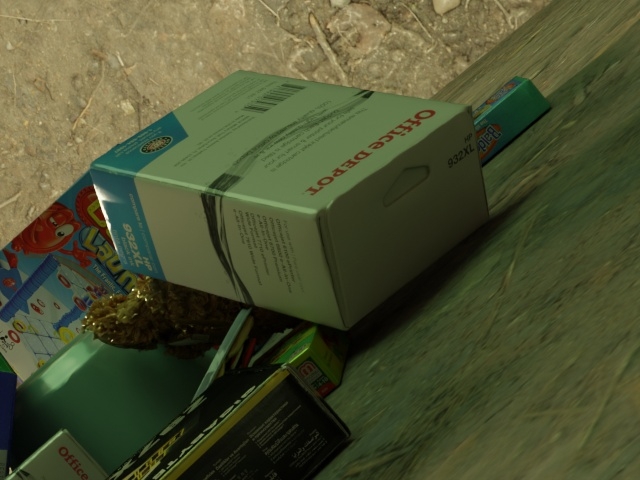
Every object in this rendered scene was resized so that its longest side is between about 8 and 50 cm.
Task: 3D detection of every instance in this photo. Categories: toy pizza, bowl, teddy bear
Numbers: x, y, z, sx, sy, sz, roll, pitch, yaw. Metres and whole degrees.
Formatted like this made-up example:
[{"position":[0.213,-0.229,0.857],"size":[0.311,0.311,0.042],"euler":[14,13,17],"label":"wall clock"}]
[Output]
[{"position":[-0.101,0.155,1.551],"size":[0.201,0.032,0.201],"euler":[-63,-1,-1],"label":"toy pizza"},{"position":[-0.255,0.195,1.967],"size":[0.311,0.163,0.311],"euler":[-40,5,5],"label":"bowl"},{"position":[-0.101,0.051,1.783],"size":[0.245,0.113,0.338],"euler":[5,-17,-31],"label":"teddy bear"}]

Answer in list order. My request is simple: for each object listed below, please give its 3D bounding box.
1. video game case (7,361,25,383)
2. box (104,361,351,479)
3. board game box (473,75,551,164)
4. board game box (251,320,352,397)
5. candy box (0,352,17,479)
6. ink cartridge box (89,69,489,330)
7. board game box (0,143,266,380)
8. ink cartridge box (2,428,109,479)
[{"position":[-0.324,0.145,2.311],"size":[0.244,0.269,0.061],"euler":[-37,5,39],"label":"video game case"},{"position":[-0.142,0.226,1.272],"size":[0.322,0.079,0.257],"euler":[-42,3,-13],"label":"box"},{"position":[0.181,-0.117,2.061],"size":[0.210,0.047,0.160],"euler":[-41,4,6],"label":"board game box"},{"position":[-0.024,0.119,1.517],"size":[0.092,0.043,0.181],"euler":[-40,5,10],"label":"board game box"},{"position":[-0.413,0.251,1.847],"size":[0.317,0.122,0.268],"euler":[-173,89,-73],"label":"candy box"},{"position":[-0.029,-0.048,1.605],"size":[0.307,0.129,0.223],"euler":[13,37,41],"label":"ink cartridge box"},{"position":[-0.266,0.088,2.152],"size":[0.302,0.308,0.086],"euler":[-39,6,29],"label":"board game box"},{"position":[-0.275,0.275,1.676],"size":[0.150,0.109,0.063],"euler":[-42,2,-9],"label":"ink cartridge box"}]
